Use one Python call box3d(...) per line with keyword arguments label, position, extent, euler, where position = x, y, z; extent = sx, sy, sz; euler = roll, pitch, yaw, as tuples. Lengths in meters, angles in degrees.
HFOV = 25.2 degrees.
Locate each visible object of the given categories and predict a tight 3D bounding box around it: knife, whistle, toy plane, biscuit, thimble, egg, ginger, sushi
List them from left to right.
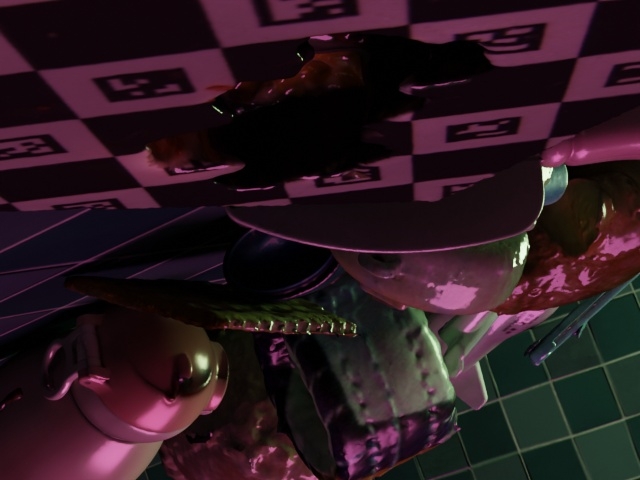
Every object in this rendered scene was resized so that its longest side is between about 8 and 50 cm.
box3d(label="biscuit", position=(-0.059, 0.045, 0.962), extent=(0.144, 0.016, 0.203), euler=(13, -177, 34))
box3d(label="egg", position=(-0.052, 0.214, 1.748), extent=(0.310, 0.279, 0.279), euler=(8, -175, 22))
box3d(label="sushi", position=(-0.010, -0.065, 0.437), extent=(0.264, 0.050, 0.290), euler=(-2, 169, -22))
box3d(label="thimble", position=(0.028, 0.126, 1.452), extent=(0.150, 0.237, 0.237), euler=(-22, 175, -19))
box3d(label="whistle", position=(0.084, -0.016, 0.904), extent=(0.258, 0.126, 0.067), euler=(-34, 148, -57))
box3d(label="toy plane", position=(0.182, 0.062, 1.522), extent=(0.267, 0.122, 0.267), euler=(-53, 173, -9))
box3d(label="knife", position=(0.104, -0.041, 0.827), extent=(0.336, 0.081, 0.043), euler=(-17, 168, -21))
box3d(label="ginger", position=(0.265, -0.024, 1.278), extent=(0.270, 0.123, 0.219), euler=(-23, 170, 27))

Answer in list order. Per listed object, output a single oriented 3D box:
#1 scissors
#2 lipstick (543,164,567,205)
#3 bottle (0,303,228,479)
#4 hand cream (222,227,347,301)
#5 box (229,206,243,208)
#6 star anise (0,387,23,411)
box3d(label="scissors", position=(0.367, -0.002, 1.519), extent=(0.393, 0.032, 0.180), euler=(-42, 167, -5))
box3d(label="lipstick", position=(0.117, -0.038, 1.049), extent=(0.158, 0.048, 0.048), euler=(-13, 171, -43))
box3d(label="bottle", position=(-0.175, 0.127, 1.167), extent=(0.147, 0.147, 0.236), euler=(-13, 163, -47))
box3d(label="hand cream", position=(0.000, 0.000, 1.033), extent=(0.120, 0.061, 0.270), euler=(-24, 180, 10))
box3d(label="box", position=(0.076, -0.071, 0.705), extent=(0.235, 0.034, 0.132), euler=(-16, 173, -35))
box3d(label="star anise", position=(-0.324, 0.143, 1.151), extent=(0.191, 0.070, 0.097), euler=(-25, 170, 21))
